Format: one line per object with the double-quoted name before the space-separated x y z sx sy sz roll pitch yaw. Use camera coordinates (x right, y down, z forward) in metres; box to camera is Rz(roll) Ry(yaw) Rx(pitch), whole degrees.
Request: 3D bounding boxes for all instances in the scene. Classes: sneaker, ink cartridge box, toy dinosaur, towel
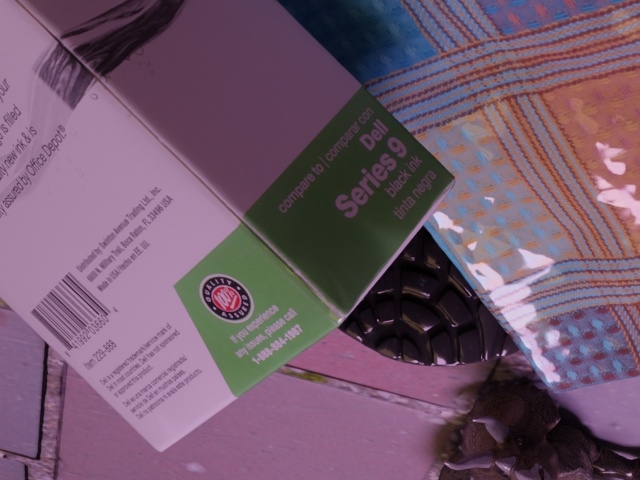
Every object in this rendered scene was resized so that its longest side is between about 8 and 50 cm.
"sneaker" 0.000 0.000 1.001 0.283 0.107 0.124 12 -172 1
"ink cartridge box" -0.110 -0.058 0.817 0.289 0.121 0.211 45 143 -5
"toy dinosaur" 0.157 0.195 1.261 0.160 0.121 0.313 27 154 1
"towel" 0.136 -0.067 0.798 0.271 0.040 0.370 -15 126 38
